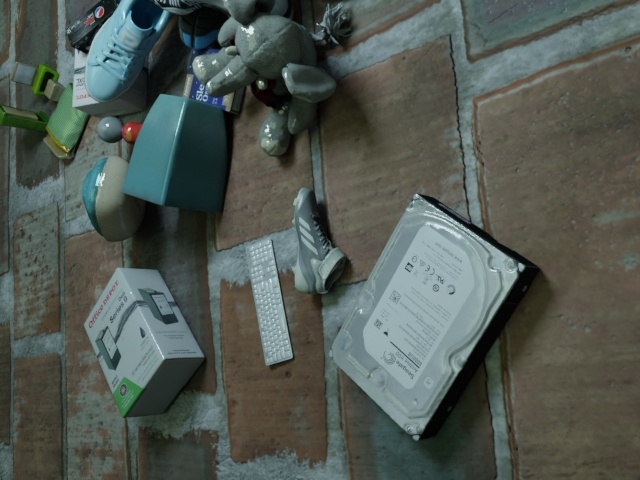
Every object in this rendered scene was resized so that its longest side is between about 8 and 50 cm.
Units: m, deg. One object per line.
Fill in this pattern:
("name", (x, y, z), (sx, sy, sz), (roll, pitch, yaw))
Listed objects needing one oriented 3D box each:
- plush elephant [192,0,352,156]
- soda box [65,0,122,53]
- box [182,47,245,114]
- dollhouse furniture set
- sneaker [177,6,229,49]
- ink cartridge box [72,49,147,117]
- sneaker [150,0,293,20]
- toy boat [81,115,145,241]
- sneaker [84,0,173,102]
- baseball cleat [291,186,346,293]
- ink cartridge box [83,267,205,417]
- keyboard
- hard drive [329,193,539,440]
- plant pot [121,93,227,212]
("plush elephant", (-0.104, -0.331, 1.239), (0.330, 0.255, 0.272), (-37, 87, 22))
("soda box", (-0.560, -0.547, 1.678), (0.169, 0.053, 0.060), (-30, 71, 20))
("box", (-0.256, -0.376, 1.547), (0.225, 0.037, 0.136), (19, 98, 42))
("dollhouse furniture set", (-0.827, -0.393, 1.972), (0.301, 0.151, 0.197), (40, 111, 37))
("sneaker", (-0.258, -0.608, 1.542), (0.140, 0.125, 0.340), (20, 97, 62))
("ink cartridge box", (-0.551, -0.457, 1.748), (0.172, 0.100, 0.237), (-3, 83, 26))
("sneaker", (-0.228, -0.551, 1.334), (0.366, 0.210, 0.137), (21, 71, 7))
("toy boat", (-0.502, -0.156, 1.628), (0.267, 0.148, 0.318), (103, 175, -67))
("sneaker", (-0.452, -0.480, 1.555), (0.366, 0.135, 0.150), (-56, 16, 13))
("baseball cleat", (0.000, 0.000, 1.271), (0.110, 0.072, 0.205), (0, 90, 28))
("ink cartridge box", (-0.424, 0.235, 1.568), (0.211, 0.122, 0.289), (-53, 54, 23))
("keyboard", (-0.107, 0.125, 1.375), (0.072, 0.014, 0.256), (-24, 70, 37))
("hard drive", (0.171, 0.123, 1.100), (0.237, 0.064, 0.338), (41, 112, 37))
("plant pot", (-0.311, -0.198, 1.485), (0.166, 0.165, 0.234), (17, 97, 41))
